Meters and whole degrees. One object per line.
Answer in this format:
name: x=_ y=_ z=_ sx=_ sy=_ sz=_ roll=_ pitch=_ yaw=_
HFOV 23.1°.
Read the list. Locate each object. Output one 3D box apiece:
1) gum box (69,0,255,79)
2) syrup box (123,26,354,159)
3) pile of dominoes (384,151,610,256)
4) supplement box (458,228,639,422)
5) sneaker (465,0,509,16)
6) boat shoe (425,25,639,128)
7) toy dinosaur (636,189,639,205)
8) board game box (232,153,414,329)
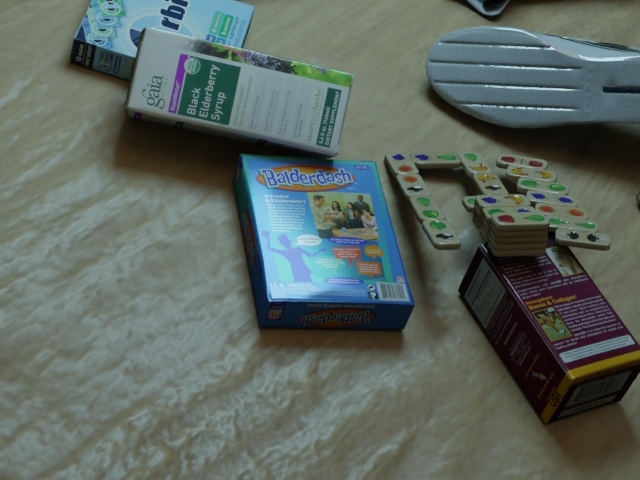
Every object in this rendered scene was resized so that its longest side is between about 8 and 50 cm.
gum box: x=-0.183 y=-0.244 z=1.841 sx=0.184 sy=0.041 sz=0.157 roll=17 pitch=45 yaw=-3
syrup box: x=-0.092 y=-0.161 z=1.732 sx=0.236 sy=0.096 sz=0.093 roll=12 pitch=88 yaw=-9
pile of dominoes: x=0.193 y=-0.058 z=1.723 sx=0.196 sy=0.040 sz=0.251 roll=-2 pitch=28 yaw=-12
supplement box: x=0.242 y=0.087 z=1.649 sx=0.104 sy=0.081 sz=0.188 roll=-12 pitch=53 yaw=-28
sneaker: x=0.292 y=-0.365 z=2.076 sx=0.282 sy=0.099 sz=0.153 roll=7 pitch=41 yaw=-3
boat shoe: x=0.297 y=-0.189 z=1.911 sx=0.335 sy=0.121 sz=0.119 roll=10 pitch=7 yaw=9
toy dinosaur: x=0.503 y=-0.030 z=1.812 sx=0.268 sy=0.118 sz=0.064 roll=-7 pitch=7 yaw=18
board game box: x=0.000 y=0.000 z=1.671 sx=0.160 sy=0.047 sz=0.210 roll=2 pitch=48 yaw=-16
